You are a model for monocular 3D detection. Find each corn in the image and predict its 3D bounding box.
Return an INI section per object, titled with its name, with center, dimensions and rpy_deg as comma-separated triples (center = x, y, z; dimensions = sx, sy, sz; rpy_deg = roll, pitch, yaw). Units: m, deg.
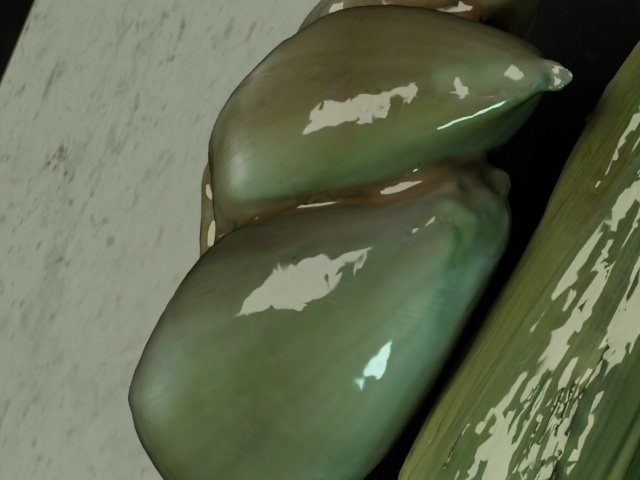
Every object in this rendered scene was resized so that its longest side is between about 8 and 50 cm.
[corn]
center = 0.130, 0.018, 0.737
dimensions = 0.122, 0.123, 0.305
rpy_deg = 26, 91, 24

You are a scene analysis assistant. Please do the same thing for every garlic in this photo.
[garlic]
center = 0.002, 0.000, 0.842
dimensions = 0.325, 0.132, 0.279
rpy_deg = 130, 157, -74
